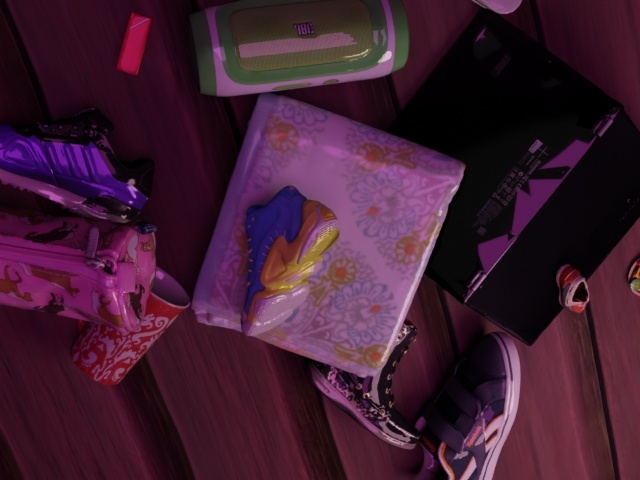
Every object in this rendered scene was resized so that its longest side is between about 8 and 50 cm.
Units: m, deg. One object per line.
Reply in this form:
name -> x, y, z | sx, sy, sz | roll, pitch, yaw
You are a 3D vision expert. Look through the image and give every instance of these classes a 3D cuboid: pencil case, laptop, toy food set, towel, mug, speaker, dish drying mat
pencil case -> -0.416, 0.020, 1.146 | 0.386, 0.160, 0.167 | 9, 126, 4
laptop -> 0.311, -0.085, 1.409 | 0.408, 0.236, 0.382 | 39, 96, 8
toy food set -> 0.582, 0.064, 1.516 | 0.083, 0.020, 0.082 | 18, 103, -18
towel -> 0.000, 0.000, 1.291 | 0.320, 0.090, 0.374 | 20, 106, -2
mug -> -0.301, 0.115, 1.302 | 0.169, 0.150, 0.113 | -51, 147, 11
speaker -> -0.032, -0.279, 1.211 | 0.296, 0.131, 0.131 | -9, 109, -10
dish drying mat -> -0.265, -0.279, 1.219 | 0.032, 0.008, 0.083 | 15, 103, -18

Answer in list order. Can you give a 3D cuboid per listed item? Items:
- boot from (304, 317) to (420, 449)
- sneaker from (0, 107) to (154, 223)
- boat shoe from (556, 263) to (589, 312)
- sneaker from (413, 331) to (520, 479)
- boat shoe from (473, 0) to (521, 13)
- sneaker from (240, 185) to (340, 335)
boot -> 0.113, 0.222, 1.420 | 0.236, 0.085, 0.178 | 39, 96, -13
sneaker -> -0.365, -0.132, 1.201 | 0.293, 0.102, 0.146 | 27, 96, -25
boat shoe -> 0.431, 0.089, 1.449 | 0.049, 0.043, 0.137 | -42, 141, -7
sneaker -> 0.243, 0.307, 1.460 | 0.127, 0.126, 0.321 | 3, 108, -20
boat shoe -> 0.198, -0.409, 1.249 | 0.219, 0.070, 0.078 | 40, 93, -19
sneaker -> -0.066, 0.022, 1.226 | 0.091, 0.126, 0.240 | -6, 139, -51
